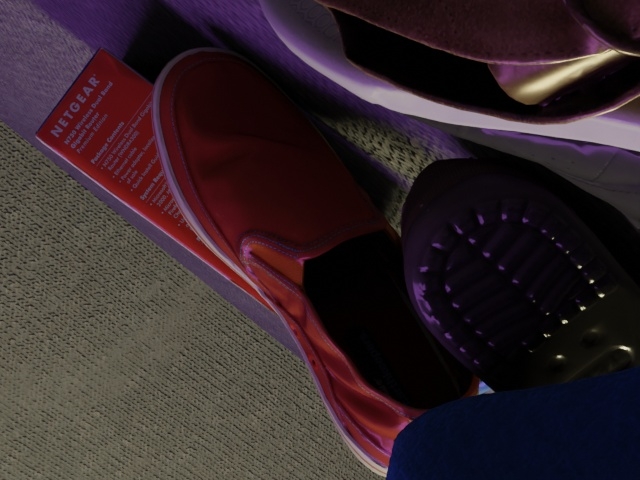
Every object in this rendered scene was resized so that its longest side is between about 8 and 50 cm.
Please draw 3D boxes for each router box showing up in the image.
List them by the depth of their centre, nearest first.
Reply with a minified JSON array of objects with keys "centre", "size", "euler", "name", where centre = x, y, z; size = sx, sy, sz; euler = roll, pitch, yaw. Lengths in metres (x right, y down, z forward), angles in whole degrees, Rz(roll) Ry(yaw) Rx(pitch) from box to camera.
[{"centre":[-0.076,-0.030,1.134],"size":[0.301,0.082,0.335],"euler":[37,180,-7],"name":"router box"}]

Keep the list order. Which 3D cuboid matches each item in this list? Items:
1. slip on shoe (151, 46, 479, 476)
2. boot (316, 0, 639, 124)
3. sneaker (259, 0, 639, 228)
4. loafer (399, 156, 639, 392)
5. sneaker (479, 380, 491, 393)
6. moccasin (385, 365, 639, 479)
[{"centre":[0.000,0.000,0.902],"size":[0.331,0.123,0.101],"euler":[58,153,15],"name":"slip on shoe"},{"centre":[0.107,-0.066,0.338],"size":[0.305,0.115,0.112],"euler":[24,163,48],"name":"boot"},{"centre":[0.105,-0.040,0.488],"size":[0.295,0.105,0.147],"euler":[23,160,38],"name":"sneaker"},{"centre":[0.172,0.071,0.846],"size":[0.366,0.133,0.130],"euler":[52,-170,-31],"name":"loafer"},{"centre":[0.131,0.075,1.094],"size":[0.090,0.081,0.232],"euler":[42,162,-21],"name":"sneaker"},{"centre":[0.201,0.123,0.707],"size":[0.342,0.138,0.117],"euler":[-3,147,35],"name":"moccasin"}]
